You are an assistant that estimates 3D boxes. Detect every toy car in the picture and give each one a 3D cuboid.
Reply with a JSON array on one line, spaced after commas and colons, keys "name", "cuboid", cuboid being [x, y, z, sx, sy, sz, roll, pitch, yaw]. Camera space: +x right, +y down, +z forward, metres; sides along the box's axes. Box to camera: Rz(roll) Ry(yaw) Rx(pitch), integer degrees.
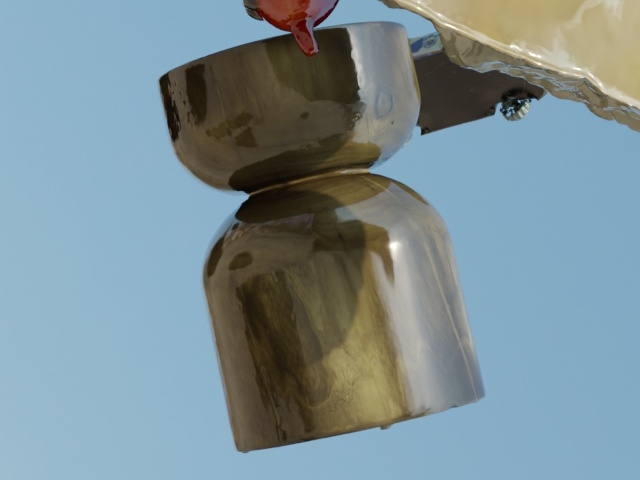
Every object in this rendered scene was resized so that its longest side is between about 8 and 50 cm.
[{"name": "toy car", "cuboid": [0.094, -0.130, 1.551, 0.205, 0.056, 0.095, -13, -40, 36]}]

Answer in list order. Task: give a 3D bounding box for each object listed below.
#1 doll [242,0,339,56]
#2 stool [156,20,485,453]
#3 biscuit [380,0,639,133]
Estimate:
[{"name": "doll", "cuboid": [-0.022, -0.218, 1.179, 0.085, 0.183, 0.217, -2, -90, 5]}, {"name": "stool", "cuboid": [0.000, 0.000, 1.321, 0.179, 0.179, 0.264, -16, -95, 53]}, {"name": "biscuit", "cuboid": [0.120, -0.284, 1.030, 0.429, 0.446, 0.104, 14, 0, -21]}]
